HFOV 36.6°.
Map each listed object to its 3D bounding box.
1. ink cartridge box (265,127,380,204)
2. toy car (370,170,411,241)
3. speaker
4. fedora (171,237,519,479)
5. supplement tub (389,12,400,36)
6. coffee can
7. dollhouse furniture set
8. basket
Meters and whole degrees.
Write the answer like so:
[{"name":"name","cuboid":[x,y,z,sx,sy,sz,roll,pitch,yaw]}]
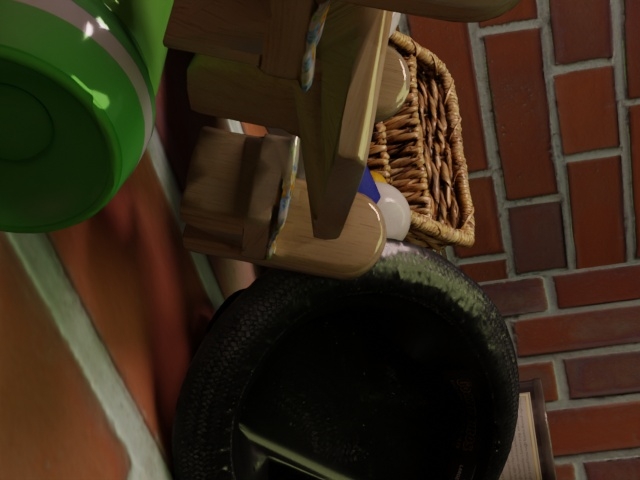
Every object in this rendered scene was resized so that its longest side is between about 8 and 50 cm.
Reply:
[{"name":"ink cartridge box","cuboid":[-0.029,-0.128,0.863,0.332,0.065,0.165,62,4,20]},{"name":"toy car","cuboid":[0.000,0.000,1.036,0.159,0.136,0.182,7,-102,65]},{"name":"speaker","cuboid":[-0.132,-0.145,0.510,0.296,0.131,0.131,-87,164,-44]},{"name":"fedora","cuboid":[0.007,0.137,0.824,0.152,0.334,0.334,29,-43,57]},{"name":"supplement tub","cuboid":[-0.021,-0.338,1.026,0.272,0.191,0.191,70,16,-47]},{"name":"coffee can","cuboid":[0.248,0.347,1.628,0.201,0.275,0.201,-8,90,-79]},{"name":"dollhouse furniture set","cuboid":[0.075,-0.195,0.589,0.362,0.256,0.394,108,-7,-70]},{"name":"basket","cuboid":[0.068,-0.144,1.242,0.213,0.223,0.299,62,23,-59]}]
